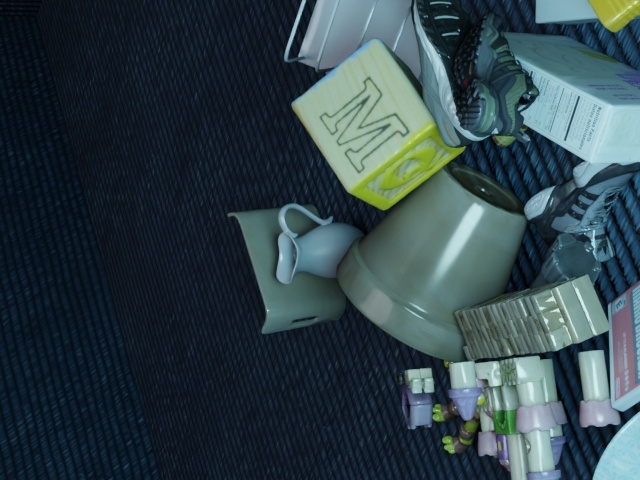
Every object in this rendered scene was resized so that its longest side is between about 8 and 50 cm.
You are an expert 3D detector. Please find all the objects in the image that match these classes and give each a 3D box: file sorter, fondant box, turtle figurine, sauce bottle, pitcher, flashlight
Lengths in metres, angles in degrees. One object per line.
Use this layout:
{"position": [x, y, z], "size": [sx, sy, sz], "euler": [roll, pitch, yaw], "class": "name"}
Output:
{"position": [0.093, -0.383, 1.968], "size": [0.278, 0.173, 0.193], "euler": [23, 107, 9], "class": "file sorter"}
{"position": [0.402, -0.229, 1.607], "size": [0.330, 0.238, 0.096], "euler": [43, 128, 45], "class": "fondant box"}
{"position": [0.295, 0.317, 2.020], "size": [0.269, 0.087, 0.217], "euler": [59, 149, 19], "class": "turtle figurine"}
{"position": [0.361, -0.217, 1.859], "size": [0.128, 0.042, 0.042], "euler": [-46, 58, 48], "class": "sauce bottle"}
{"position": [0.000, 0.000, 2.308], "size": [0.125, 0.207, 0.178], "euler": [0, 95, 57], "class": "pitcher"}
{"position": [0.389, 0.104, 1.724], "size": [0.304, 0.103, 0.103], "euler": [103, -171, -65], "class": "flashlight"}

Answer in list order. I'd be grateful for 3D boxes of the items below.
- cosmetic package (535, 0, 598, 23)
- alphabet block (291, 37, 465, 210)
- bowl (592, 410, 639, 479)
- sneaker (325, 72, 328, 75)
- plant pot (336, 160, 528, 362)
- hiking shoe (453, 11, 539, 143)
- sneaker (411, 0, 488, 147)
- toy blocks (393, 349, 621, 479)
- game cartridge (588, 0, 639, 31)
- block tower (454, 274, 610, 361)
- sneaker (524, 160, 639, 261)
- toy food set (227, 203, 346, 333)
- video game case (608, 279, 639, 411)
{"position": [0.452, -0.409, 1.641], "size": [0.231, 0.085, 0.117], "euler": [15, 107, 57], "class": "cosmetic package"}
{"position": [0.103, -0.196, 1.779], "size": [0.193, 0.192, 0.197], "euler": [-38, 68, 15], "class": "alphabet block"}
{"position": [0.563, 0.374, 1.516], "size": [0.156, 0.289, 0.289], "euler": [44, 151, -17], "class": "bowl"}
{"position": [0.111, -0.370, 2.129], "size": [0.210, 0.137, 0.366], "euler": [-49, 53, 52], "class": "sneaker"}
{"position": [0.231, 0.018, 1.898], "size": [0.323, 0.323, 0.280], "euler": [49, 119, 41], "class": "plant pot"}
{"position": [0.263, -0.237, 1.521], "size": [0.086, 0.114, 0.227], "euler": [-46, 29, 53], "class": "hiking shoe"}
{"position": [0.191, -0.272, 1.619], "size": [0.108, 0.100, 0.271], "euler": [-35, 66, 59], "class": "sneaker"}
{"position": [0.312, 0.333, 1.733], "size": [0.288, 0.309, 0.260], "euler": [133, 132, -77], "class": "toy blocks"}
{"position": [0.485, -0.509, 1.491], "size": [0.324, 0.053, 0.285], "euler": [-37, 63, 27], "class": "game cartridge"}
{"position": [0.324, 0.129, 1.648], "size": [0.097, 0.091, 0.335], "euler": [69, 162, 5], "class": "block tower"}
{"position": [0.458, -0.046, 1.694], "size": [0.268, 0.101, 0.153], "euler": [-39, 69, 54], "class": "sneaker"}
{"position": [-0.084, 0.059, 2.440], "size": [0.092, 0.220, 0.306], "euler": [-42, 61, 52], "class": "toy food set"}
{"position": [0.537, 0.114, 1.567], "size": [0.285, 0.025, 0.204], "euler": [-51, 21, 48], "class": "video game case"}
